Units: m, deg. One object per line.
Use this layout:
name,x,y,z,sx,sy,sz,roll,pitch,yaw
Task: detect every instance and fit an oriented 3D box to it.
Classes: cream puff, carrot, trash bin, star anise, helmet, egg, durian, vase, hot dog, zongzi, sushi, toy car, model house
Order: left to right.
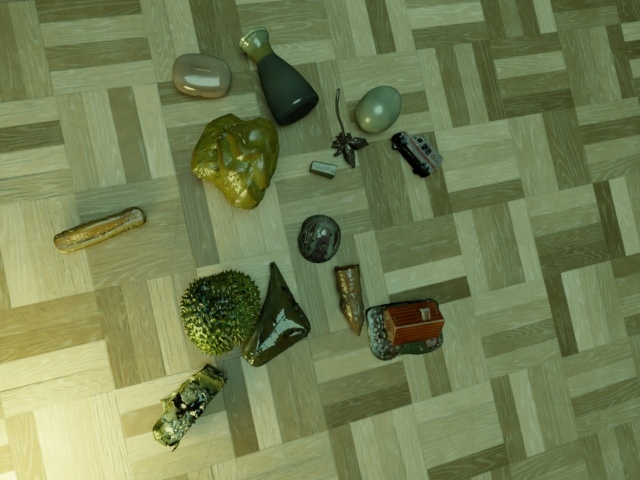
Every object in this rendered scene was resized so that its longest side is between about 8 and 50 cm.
hot dog,-0.722,-0.038,1.513,0.288,0.068,0.083,-23,114,-17
sushi,-0.440,0.535,1.503,0.139,0.131,0.291,40,88,-8
durian,-0.331,0.225,1.486,0.290,0.225,0.291,-8,62,16
cream puff,-0.279,-0.275,1.519,0.269,0.274,0.324,16,80,-20
zongzi,-0.198,0.257,1.583,0.260,0.123,0.289,-32,83,-9
vase,-0.159,-0.584,1.624,0.173,0.173,0.321,-33,88,-12
helmet,0.005,-0.008,1.642,0.153,0.107,0.177,11,83,-14
trash bin,0.009,-0.261,1.682,0.092,0.061,0.043,14,84,-9
star anise,0.106,-0.397,1.641,0.148,0.227,0.219,-21,80,-6
carrot,0.116,0.215,1.657,0.101,0.102,0.263,-11,90,-12
egg,0.220,-0.487,1.696,0.151,0.151,0.209,47,64,-5
model house,0.333,0.327,1.664,0.293,0.154,0.207,-6,86,-13
toy car,0.367,-0.343,1.749,0.108,0.089,0.210,-44,97,-12

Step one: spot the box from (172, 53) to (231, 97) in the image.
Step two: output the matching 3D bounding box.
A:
box,-0.412,-0.574,1.601,0.200,0.088,0.146,3,85,-13
